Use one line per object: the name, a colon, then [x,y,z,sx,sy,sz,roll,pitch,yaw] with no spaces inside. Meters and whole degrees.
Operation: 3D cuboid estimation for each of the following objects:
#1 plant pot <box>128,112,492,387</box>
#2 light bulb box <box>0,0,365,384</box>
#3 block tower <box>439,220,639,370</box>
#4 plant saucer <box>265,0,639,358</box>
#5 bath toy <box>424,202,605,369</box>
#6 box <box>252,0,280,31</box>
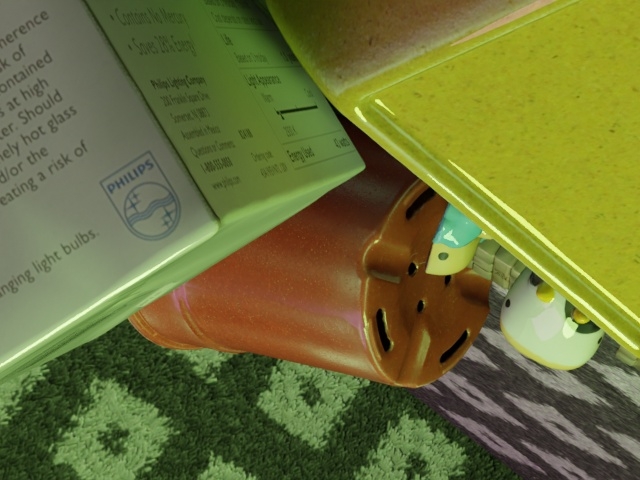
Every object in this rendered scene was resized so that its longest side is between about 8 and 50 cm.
plant pot: [0.000,0.000,1.656,0.265,0.272,0.272,16,162,38]
light bulb box: [-0.185,-0.123,0.998,0.361,0.225,0.358,59,-167,1]
block tower: [0.258,0.050,1.470,0.335,0.091,0.097,33,170,10]
plant saucer: [0.169,-0.058,0.849,0.332,0.081,0.333,39,145,-24]
bath toy: [0.245,0.046,1.240,0.348,0.151,0.129,26,178,4]
box: [0.000,-0.199,0.979,0.148,0.121,0.311,27,168,39]
